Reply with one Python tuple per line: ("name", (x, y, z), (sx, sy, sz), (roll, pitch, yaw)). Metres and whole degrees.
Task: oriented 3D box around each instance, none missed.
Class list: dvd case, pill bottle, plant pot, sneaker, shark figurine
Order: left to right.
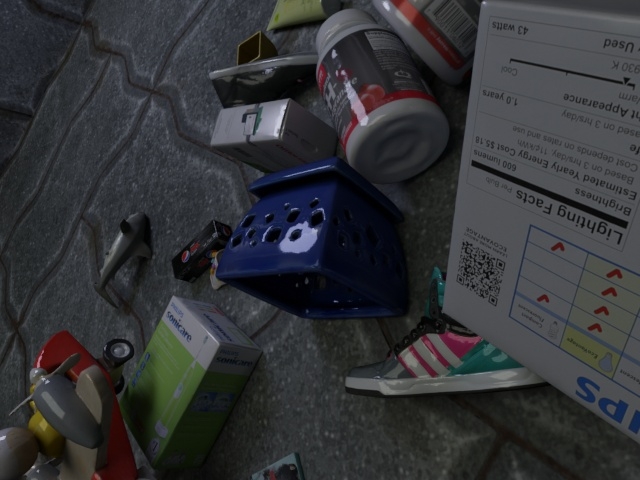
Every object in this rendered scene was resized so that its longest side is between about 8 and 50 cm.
("shark figurine", (-0.528, 0.049, 1.434), (0.278, 0.116, 0.166), (-67, 11, -11))
("plant pot", (-0.147, -0.444, 1.288), (0.082, 0.083, 0.081), (-17, 63, 36))
("sneaker", (-0.100, -0.345, 1.209), (0.296, 0.104, 0.146), (-7, 111, 14))
("dvd case", (-0.075, 0.441, 0.929), (0.119, 0.013, 0.087), (-38, 52, 26))
("plant pot", (0.000, 0.000, 0.891), (0.236, 0.236, 0.212), (-10, 60, 39))
("pill bottle", (0.092, -0.271, 0.941), (0.176, 0.176, 0.318), (-37, 52, 26))
("sneaker", (0.162, 0.132, 0.756), (0.296, 0.124, 0.178), (-14, 70, 29))
("pill bottle", (0.276, -0.443, 0.822), (0.363, 0.210, 0.210), (-43, 50, 21))

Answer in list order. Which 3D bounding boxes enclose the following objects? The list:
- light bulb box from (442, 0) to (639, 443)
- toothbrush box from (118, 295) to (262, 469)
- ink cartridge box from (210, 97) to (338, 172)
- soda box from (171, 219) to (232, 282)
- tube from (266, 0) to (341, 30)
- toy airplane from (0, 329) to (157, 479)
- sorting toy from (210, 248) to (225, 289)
("light bulb box", (0.332, -0.027, 0.488), (0.358, 0.225, 0.360), (35, 137, 43))
("toothbrush box", (-0.279, 0.291, 1.093), (0.206, 0.122, 0.283), (31, 96, 44))
("ink cartridge box", (-0.095, -0.212, 1.099), (0.220, 0.160, 0.092), (5, 77, 42))
("soda box", (-0.281, 0.027, 1.245), (0.169, 0.053, 0.060), (-40, 51, 23))
("tube", (-0.051, -0.558, 1.267), (0.070, 0.062, 0.240), (-35, 33, -26))
("toy airplane", (-0.440, 0.376, 0.931), (0.385, 0.273, 0.385), (2, 95, 53))
("sorting toy", (-0.235, 0.072, 1.204), (0.075, 0.045, 0.083), (-56, 43, 37))
